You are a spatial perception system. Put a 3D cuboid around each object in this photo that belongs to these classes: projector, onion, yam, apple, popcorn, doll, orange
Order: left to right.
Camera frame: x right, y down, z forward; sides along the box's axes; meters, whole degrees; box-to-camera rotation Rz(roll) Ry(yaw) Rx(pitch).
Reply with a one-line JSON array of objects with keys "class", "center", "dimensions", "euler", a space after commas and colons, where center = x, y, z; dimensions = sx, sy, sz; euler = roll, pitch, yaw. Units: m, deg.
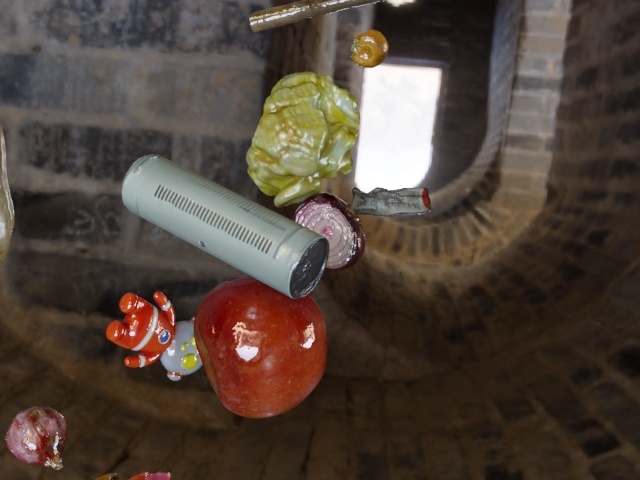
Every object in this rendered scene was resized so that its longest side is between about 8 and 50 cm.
[{"class": "onion", "center": [-0.753, 0.544, 2.243], "dimensions": [0.159, 0.159, 0.195], "euler": [-2, -145, -49]}, {"class": "doll", "center": [-0.385, 0.254, 2.094], "dimensions": [0.105, 0.199, 0.336], "euler": [6, 157, 43]}, {"class": "projector", "center": [-0.150, -0.027, 1.279], "dimensions": [0.338, 0.108, 0.108], "euler": [26, -165, 24]}, {"class": "apple", "center": [-0.109, 0.184, 1.503], "dimensions": [0.217, 0.260, 0.260], "euler": [-18, -164, -21]}, {"class": "popcorn", "center": [-0.055, -0.245, 2.057], "dimensions": [0.292, 0.293, 0.334], "euler": [-26, 174, 30]}, {"class": "onion", "center": [0.000, 0.000, 1.983], "dimensions": [0.195, 0.218, 0.140], "euler": [49, -161, 3]}, {"class": "yam", "center": [0.011, -0.496, 1.747], "dimensions": [0.327, 0.045, 0.045], "euler": [-11, 160, 6]}, {"class": "orange", "center": [0.106, -0.408, 1.759], "dimensions": [0.086, 0.086, 0.062], "euler": [8, -140, 15]}]

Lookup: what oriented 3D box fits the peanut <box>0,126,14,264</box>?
[{"class": "peanut", "center": [-0.588, -0.101, 1.360], "dimensions": [0.158, 0.339, 0.174], "euler": [2, -167, -7]}]

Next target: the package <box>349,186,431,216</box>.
[{"class": "package", "center": [0.194, -0.109, 2.342], "dimensions": [0.232, 0.040, 0.166], "euler": [0, -151, 2]}]

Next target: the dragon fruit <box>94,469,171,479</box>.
[{"class": "dragon fruit", "center": [-0.411, 0.621, 1.671], "dimensions": [0.226, 0.305, 0.305], "euler": [-14, -179, 15]}]
